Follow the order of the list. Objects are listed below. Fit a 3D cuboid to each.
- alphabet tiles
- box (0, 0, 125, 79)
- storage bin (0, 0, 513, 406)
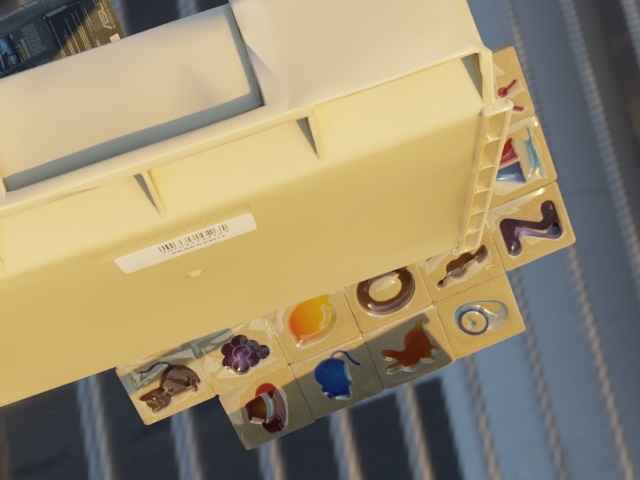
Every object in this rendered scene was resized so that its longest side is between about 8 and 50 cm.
[{"bbox_3d":[0.000,0.000,1.122,0.343,0.285,0.011,-23,32,1],"label":"alphabet tiles"},{"bbox_3d":[-0.252,-0.111,1.544,0.059,0.183,0.232,3,121,52],"label":"box"},{"bbox_3d":[-0.070,-0.038,0.660,0.262,0.260,0.123,-18,76,-2],"label":"storage bin"}]
